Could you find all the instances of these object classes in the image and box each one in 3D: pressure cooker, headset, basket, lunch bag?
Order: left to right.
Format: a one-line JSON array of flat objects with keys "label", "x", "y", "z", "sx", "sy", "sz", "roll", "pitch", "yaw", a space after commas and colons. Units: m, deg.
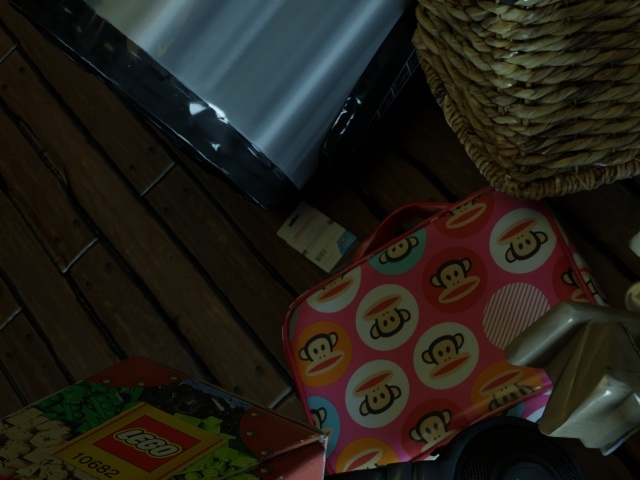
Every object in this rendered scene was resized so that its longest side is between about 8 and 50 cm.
[{"label": "pressure cooker", "x": -0.056, "y": -0.289, "z": 1.212, "sx": 0.370, "sy": 0.375, "sz": 0.420, "roll": 37, "pitch": 87, "yaw": 37}, {"label": "lunch bag", "x": 0.112, "y": 0.082, "z": 1.109, "sx": 0.293, "sy": 0.120, "sz": 0.258, "roll": -29, "pitch": 57, "yaw": 12}, {"label": "headset", "x": 0.145, "y": 0.207, "z": 0.979, "sx": 0.394, "sy": 0.243, "sz": 0.185, "roll": -3, "pitch": 64, "yaw": 3}, {"label": "basket", "x": 0.241, "y": -0.188, "z": 1.100, "sx": 0.299, "sy": 0.223, "sz": 0.213, "roll": -15, "pitch": 25, "yaw": -19}]

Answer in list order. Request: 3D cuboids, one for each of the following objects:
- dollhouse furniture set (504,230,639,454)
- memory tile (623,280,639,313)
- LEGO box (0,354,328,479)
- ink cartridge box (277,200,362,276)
[{"label": "dollhouse furniture set", "x": 0.391, "y": 0.124, "z": 0.769, "sx": 0.394, "sy": 0.257, "sz": 0.362, "roll": -48, "pitch": 49, "yaw": 31}, {"label": "memory tile", "x": 0.354, "y": 0.029, "z": 1.079, "sx": 0.113, "sy": 0.012, "sz": 0.148, "roll": 34, "pitch": 84, "yaw": 34}, {"label": "LEGO box", "x": -0.189, "y": 0.387, "z": 0.828, "sx": 0.193, "sy": 0.372, "sz": 0.500, "roll": 18, "pitch": 114, "yaw": 31}, {"label": "ink cartridge box", "x": 0.000, "y": 0.000, "z": 1.256, "sx": 0.083, "sy": 0.028, "sz": 0.048, "roll": 36, "pitch": 86, "yaw": 34}]
